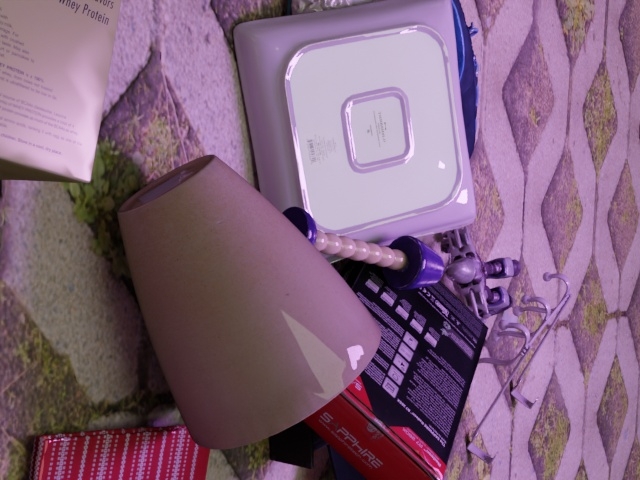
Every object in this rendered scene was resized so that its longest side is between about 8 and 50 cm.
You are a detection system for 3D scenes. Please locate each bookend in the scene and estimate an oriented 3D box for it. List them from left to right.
[{"bbox_3d":[-0.002,0.222,1.445,0.156,0.072,0.157,-13,105,-55],"label":"bookend"}]

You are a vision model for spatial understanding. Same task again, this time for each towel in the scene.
[{"bbox_3d":[-0.230,0.311,1.156,0.275,0.031,0.198,11,86,-54],"label":"towel"}]

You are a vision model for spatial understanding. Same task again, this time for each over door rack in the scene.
[{"bbox_3d":[0.366,0.236,1.948,0.239,0.108,0.324,-36,143,-48],"label":"over door rack"}]

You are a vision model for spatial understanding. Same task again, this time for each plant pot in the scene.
[{"bbox_3d":[-0.108,0.051,1.154,0.256,0.257,0.274,-46,112,-43],"label":"plant pot"}]

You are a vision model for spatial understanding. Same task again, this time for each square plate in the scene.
[{"bbox_3d":[0.068,-0.150,1.393,0.344,0.049,0.347,-16,105,-26],"label":"square plate"}]

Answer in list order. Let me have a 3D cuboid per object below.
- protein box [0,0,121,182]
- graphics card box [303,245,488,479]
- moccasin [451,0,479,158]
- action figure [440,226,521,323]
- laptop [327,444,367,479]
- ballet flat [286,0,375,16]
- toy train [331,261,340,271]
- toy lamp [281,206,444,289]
[{"bbox_3d":[-0.306,-0.170,0.901,0.200,0.136,0.201,16,80,-54],"label":"protein box"},{"bbox_3d":[0.097,0.160,1.396,0.233,0.094,0.371,43,33,-7],"label":"graphics card box"},{"bbox_3d":[0.194,-0.273,1.660,0.117,0.138,0.341,-56,150,-43],"label":"moccasin"},{"bbox_3d":[0.274,0.072,1.797,0.285,0.099,0.185,20,65,-61],"label":"action figure"},{"bbox_3d":[0.032,0.405,1.566,0.234,0.137,0.264,24,99,-53],"label":"laptop"},{"bbox_3d":[0.062,-0.449,1.420,0.147,0.147,0.408,33,67,-52],"label":"ballet flat"},{"bbox_3d":[0.000,0.000,1.448,0.125,0.046,0.166,-50,132,-41],"label":"toy train"},{"bbox_3d":[0.060,0.017,1.352,0.275,0.080,0.080,15,81,-40],"label":"toy lamp"}]
